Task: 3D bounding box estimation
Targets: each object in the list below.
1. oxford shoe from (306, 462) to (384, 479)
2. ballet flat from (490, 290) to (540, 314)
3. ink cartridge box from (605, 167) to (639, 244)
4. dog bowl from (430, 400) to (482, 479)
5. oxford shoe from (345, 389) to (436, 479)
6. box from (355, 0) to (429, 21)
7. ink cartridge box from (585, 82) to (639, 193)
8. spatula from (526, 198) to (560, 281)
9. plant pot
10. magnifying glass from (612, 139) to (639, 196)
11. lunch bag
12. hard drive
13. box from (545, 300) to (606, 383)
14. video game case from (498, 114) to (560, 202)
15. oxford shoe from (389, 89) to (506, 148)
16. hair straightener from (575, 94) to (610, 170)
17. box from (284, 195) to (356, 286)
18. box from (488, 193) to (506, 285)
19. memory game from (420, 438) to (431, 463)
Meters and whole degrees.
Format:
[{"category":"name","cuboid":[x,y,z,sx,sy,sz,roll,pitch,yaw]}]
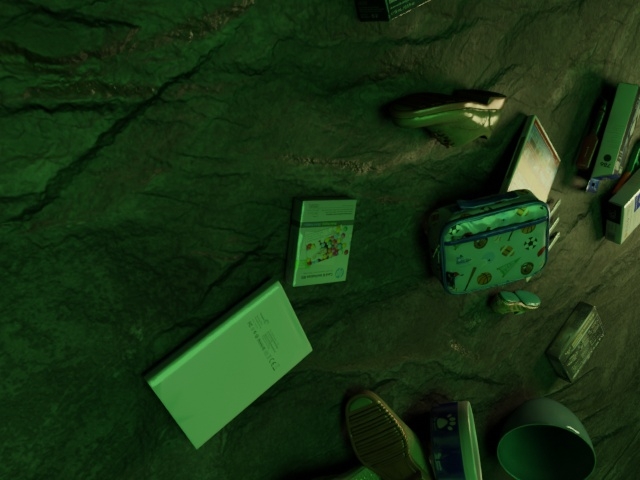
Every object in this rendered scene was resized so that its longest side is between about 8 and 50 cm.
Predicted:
[{"category":"oxford shoe","cuboid":[0.052,0.657,1.532,0.449,0.130,0.169,15,66,-53]},{"category":"ballet flat","cuboid":[0.573,0.187,1.807,0.206,0.073,0.067,9,128,-37]},{"category":"ink cartridge box","cuboid":[1.093,-0.164,2.056,0.370,0.069,0.176,-38,134,-20]},{"category":"dog bowl","cuboid":[0.373,0.579,1.661,0.265,0.104,0.265,-9,90,-76]},{"category":"oxford shoe","cuboid":[0.180,0.527,1.585,0.140,0.147,0.397,-23,110,16]},{"category":"box","cuboid":[0.142,-0.528,1.179,0.156,0.093,0.158,-34,123,-24]},{"category":"ink cartridge box","cuboid":[0.896,-0.297,1.844,0.165,0.065,0.333,-5,112,-56]},{"category":"spatula","cuboid":[0.657,-0.005,1.790,0.242,0.019,0.168,-43,133,-37]},{"category":"plant pot","cuboid":[0.725,0.626,1.968,0.195,0.289,0.291,-62,144,-54]},{"category":"magnifying glass","cuboid":[1.042,-0.243,2.033,0.231,0.026,0.092,-55,130,-11]},{"category":"lunch bag","cuboid":[0.411,0.000,1.507,0.303,0.115,0.243,-14,124,-6]},{"category":"hard drive","cuboid":[-0.177,0.250,1.249,0.318,0.040,0.210,-37,125,-22]},{"category":"box","cuboid":[0.887,0.354,2.107,0.231,0.056,0.183,-50,129,-12]},{"category":"video game case","cuboid":[0.564,-0.163,1.636,0.204,0.025,0.285,43,64,-38]},{"category":"oxford shoe","cuboid":[0.294,-0.266,1.377,0.348,0.123,0.130,-11,118,-33]},{"category":"hair straightener","cuboid":[0.824,-0.322,1.828,0.089,0.047,0.231,7,97,-56]},{"category":"box","cuboid":[0.000,0.000,1.298,0.145,0.038,0.186,-3,109,-37]},{"category":"box","cuboid":[0.487,0.000,1.662,0.100,0.060,0.244,-41,127,-20]},{"category":"memory game","cuboid":[0.264,0.655,1.731,0.186,0.012,0.186,-7,99,-47]}]
